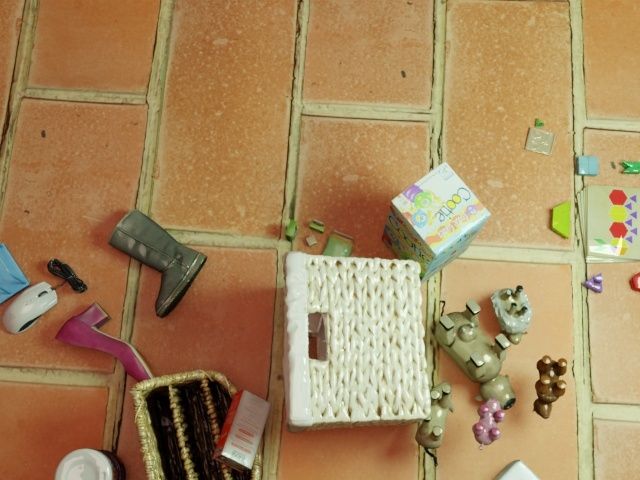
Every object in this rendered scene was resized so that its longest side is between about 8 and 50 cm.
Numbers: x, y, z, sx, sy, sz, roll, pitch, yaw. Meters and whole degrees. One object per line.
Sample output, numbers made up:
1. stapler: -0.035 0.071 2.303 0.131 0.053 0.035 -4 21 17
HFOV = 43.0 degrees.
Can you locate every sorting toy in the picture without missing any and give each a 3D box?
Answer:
1. sorting toy: 0.517 -0.244 1.902 0.062 0.012 0.083 14 78 9

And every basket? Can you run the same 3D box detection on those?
1. basket: -0.231 0.411 1.614 0.214 0.223 0.299 -14 74 -4
2. basket: 0.056 0.210 1.616 0.267 0.331 0.328 -1 75 -2

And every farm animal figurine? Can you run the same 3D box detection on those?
1. farm animal figurine: 0.322 0.279 1.684 0.331 0.172 0.326 -14 60 -7

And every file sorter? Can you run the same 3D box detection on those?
1. file sorter: -0.749 0.088 1.766 0.170 0.104 0.118 -35 78 -9

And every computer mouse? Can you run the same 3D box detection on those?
1. computer mouse: -0.618 0.129 1.786 0.193 0.042 0.106 -42 79 -11

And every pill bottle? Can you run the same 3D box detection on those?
1. pill bottle: -0.447 0.469 1.612 0.108 0.193 0.108 0 75 -1

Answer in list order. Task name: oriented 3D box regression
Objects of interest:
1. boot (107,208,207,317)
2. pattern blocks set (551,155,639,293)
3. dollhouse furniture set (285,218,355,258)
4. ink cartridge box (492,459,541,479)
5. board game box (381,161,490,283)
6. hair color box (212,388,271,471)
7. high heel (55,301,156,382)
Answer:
1. boot: -0.379 0.048 1.792 0.209 0.076 0.189 31 62 1
2. pattern blocks set: 0.664 -0.033 1.836 0.286 0.026 0.324 13 75 3
3. dollhouse furniture set: 0.000 0.000 1.812 0.152 0.058 0.076 22 76 6
4. ink cartridge box: 0.371 0.680 1.606 0.385 0.091 0.308 -42 78 -12
5. board game box: 0.233 -0.028 1.707 0.144 0.275 0.142 -36 78 -10
6. hair color box: -0.153 0.373 1.598 0.072 0.043 0.141 33 52 -20
7. high heel: -0.455 0.249 1.731 0.117 0.082 0.244 -41 78 -10
